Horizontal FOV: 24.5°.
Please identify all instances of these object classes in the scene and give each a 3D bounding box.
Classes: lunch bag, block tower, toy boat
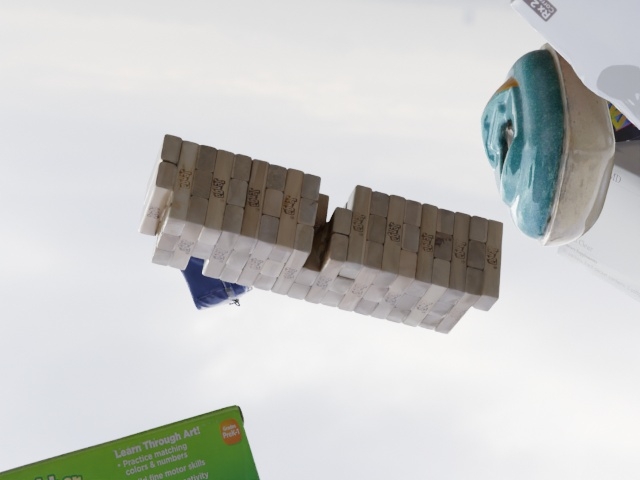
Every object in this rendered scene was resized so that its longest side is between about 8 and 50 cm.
[{"bbox_3d":[-0.107,0.025,1.520,0.065,0.098,0.067,-24,180,6],"label":"lunch bag"},{"bbox_3d":[0.000,0.000,1.397,0.336,0.091,0.097,14,148,-11],"label":"block tower"},{"bbox_3d":[0.233,-0.168,1.557,0.148,0.318,0.267,5,-152,-3],"label":"toy boat"}]

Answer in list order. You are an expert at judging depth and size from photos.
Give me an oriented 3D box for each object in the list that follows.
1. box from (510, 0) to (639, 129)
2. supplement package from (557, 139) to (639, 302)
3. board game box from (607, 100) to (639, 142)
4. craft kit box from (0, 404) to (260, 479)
[{"bbox_3d":[0.278,-0.194,1.117,0.181,0.182,0.119,44,-137,1],"label":"box"},{"bbox_3d":[0.445,-0.009,1.717,0.204,0.145,0.262,-7,-154,-34],"label":"supplement package"},{"bbox_3d":[0.344,-0.165,1.866,0.141,0.170,0.048,-28,174,-17],"label":"board game box"},{"bbox_3d":[-0.114,0.230,0.740,0.250,0.246,0.061,-11,173,-40],"label":"craft kit box"}]
